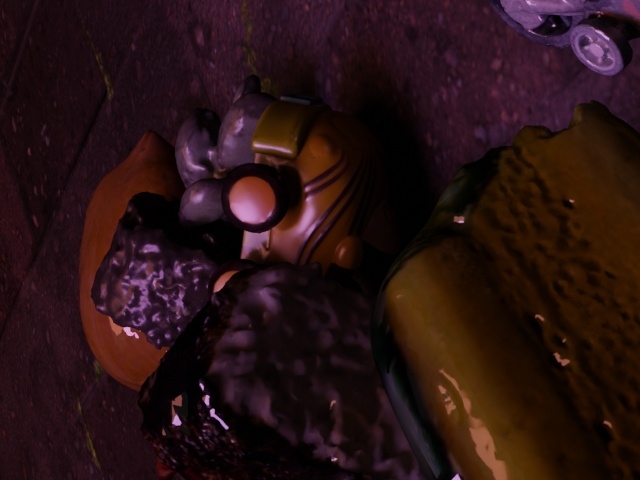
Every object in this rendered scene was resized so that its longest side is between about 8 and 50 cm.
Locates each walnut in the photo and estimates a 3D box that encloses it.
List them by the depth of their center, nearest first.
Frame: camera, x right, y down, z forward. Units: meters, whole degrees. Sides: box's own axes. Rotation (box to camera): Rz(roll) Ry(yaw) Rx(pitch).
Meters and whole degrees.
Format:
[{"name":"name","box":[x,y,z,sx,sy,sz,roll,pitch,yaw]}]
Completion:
[{"name":"walnut","box":[-0.168,0.026,1.527,0.203,0.203,0.297,12,108,60]}]

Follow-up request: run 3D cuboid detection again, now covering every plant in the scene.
[{"name":"plant","box":[-0.107,-0.028,1.358,0.274,0.149,0.146,-59,14,4]}]

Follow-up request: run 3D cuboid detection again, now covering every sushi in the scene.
[{"name":"sushi","box":[0.030,0.152,1.122,0.182,0.343,0.196,-39,28,56]}]

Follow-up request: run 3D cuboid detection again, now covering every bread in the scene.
[{"name":"bread","box":[0.191,0.126,0.864,0.376,0.251,0.208,59,175,31]}]

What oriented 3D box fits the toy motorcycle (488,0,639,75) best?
[{"name":"toy motorcycle","box":[0.174,-0.197,0.818,0.173,0.108,0.307,50,157,-20]}]

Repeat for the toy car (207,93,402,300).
[{"name":"toy car","box":[0.000,0.000,1.228,0.142,0.200,0.247,12,105,12]}]
